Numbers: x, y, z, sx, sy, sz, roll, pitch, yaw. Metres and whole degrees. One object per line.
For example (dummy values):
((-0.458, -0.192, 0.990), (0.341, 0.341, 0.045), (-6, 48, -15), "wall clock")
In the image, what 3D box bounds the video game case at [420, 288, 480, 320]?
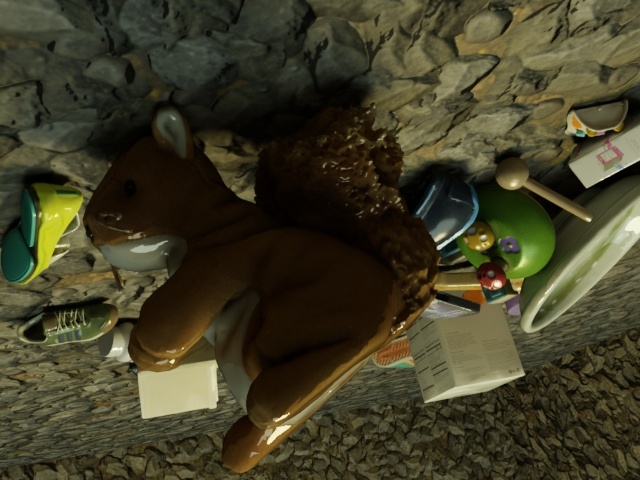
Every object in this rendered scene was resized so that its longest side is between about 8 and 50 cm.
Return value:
((0.165, 0.116, 1.286), (0.274, 0.026, 0.196), (16, 164, -13), "video game case")

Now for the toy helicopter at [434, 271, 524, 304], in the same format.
((0.391, 0.097, 1.470), (0.354, 0.140, 0.235), (-1, 166, -2), "toy helicopter")

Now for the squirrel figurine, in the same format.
((-0.068, 0.005, 0.740), (0.397, 0.370, 0.281), (-36, 164, -21), "squirrel figurine")

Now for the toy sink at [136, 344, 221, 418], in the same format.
((-0.314, 0.318, 1.460), (0.234, 0.131, 0.153), (-7, -162, -18), "toy sink")

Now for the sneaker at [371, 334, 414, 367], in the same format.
((0.326, 0.359, 2.036), (0.302, 0.108, 0.121), (-17, 159, 29), "sneaker")

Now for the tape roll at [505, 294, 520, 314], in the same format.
((0.596, 0.137, 1.685), (0.188, 0.080, 0.189), (-11, 156, -5), "tape roll")

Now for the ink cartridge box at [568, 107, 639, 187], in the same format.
((0.450, -0.143, 0.935), (0.122, 0.052, 0.088), (-32, -172, 41), "ink cartridge box")

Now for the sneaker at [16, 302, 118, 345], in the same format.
((-0.487, 0.162, 1.166), (0.192, 0.064, 0.086), (-17, 162, 17), "sneaker")

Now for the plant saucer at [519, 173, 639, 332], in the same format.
((0.510, 0.007, 1.198), (0.400, 0.100, 0.400), (-32, 150, -21), "plant saucer")

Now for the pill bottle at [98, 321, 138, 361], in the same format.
((-0.395, 0.221, 1.330), (0.086, 0.086, 0.152), (-30, 151, 35), "pill bottle")

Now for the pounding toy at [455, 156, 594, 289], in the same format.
((0.303, -0.005, 1.031), (0.110, 0.183, 0.237), (-42, 169, -39), "pounding toy")

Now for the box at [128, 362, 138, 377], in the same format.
((-0.395, 0.325, 1.627), (0.190, 0.045, 0.184), (-10, 159, -10), "box")

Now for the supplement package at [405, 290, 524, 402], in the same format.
((0.361, 0.261, 1.606), (0.199, 0.263, 0.198), (-5, 157, -18), "supplement package")

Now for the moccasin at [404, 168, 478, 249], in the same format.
((0.111, -0.002, 1.059), (0.116, 0.138, 0.342), (32, 116, -25), "moccasin")

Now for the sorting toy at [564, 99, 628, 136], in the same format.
((0.406, -0.173, 0.920), (0.083, 0.045, 0.075), (-12, 177, -3), "sorting toy")

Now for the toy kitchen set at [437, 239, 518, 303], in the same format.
((0.260, 0.073, 1.237), (0.122, 0.166, 0.207), (10, 148, -43), "toy kitchen set")

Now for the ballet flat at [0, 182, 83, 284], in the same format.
((-0.376, -0.006, 0.837), (0.077, 0.077, 0.231), (-16, 162, -41), "ballet flat")
